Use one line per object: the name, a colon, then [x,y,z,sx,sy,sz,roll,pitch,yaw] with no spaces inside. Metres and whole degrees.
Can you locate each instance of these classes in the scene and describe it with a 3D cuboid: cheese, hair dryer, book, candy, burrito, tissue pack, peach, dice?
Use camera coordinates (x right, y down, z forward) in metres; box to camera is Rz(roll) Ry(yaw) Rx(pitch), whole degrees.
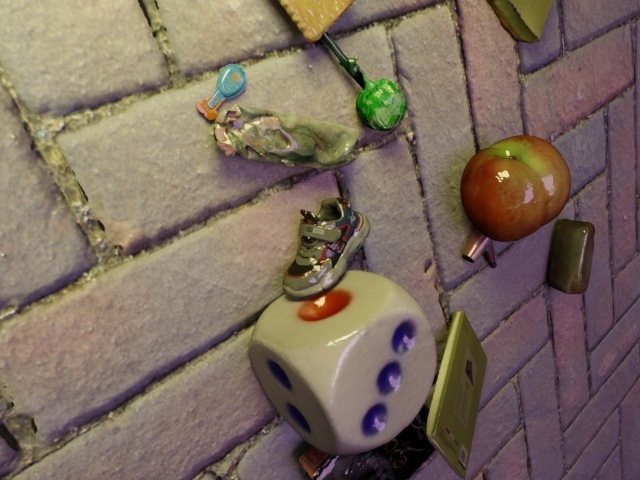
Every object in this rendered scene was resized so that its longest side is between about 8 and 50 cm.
cheese: [-0.161,-0.248,0.763,0.047,0.017,0.111,44,73,-30]
hair dryer: [0.446,0.033,1.239,0.154,0.054,0.106,39,81,-39]
book: [0.359,0.391,1.179,0.239,0.035,0.352,55,45,-32]
candy: [0.795,0.051,1.454,0.102,0.104,0.233,3,97,-35]
burrito: [-0.047,-0.178,0.828,0.309,0.066,0.096,-3,98,-38]
candy: [0.050,-0.339,0.868,0.323,0.097,0.097,44,73,-26]
tissue pack: [0.122,0.465,1.044,0.332,0.123,0.244,-37,121,-24]
peach: [0.461,-0.119,1.105,0.253,0.252,0.252,-8,104,-34]
dice: [0.042,0.221,0.868,0.259,0.243,0.251,-32,116,-30]

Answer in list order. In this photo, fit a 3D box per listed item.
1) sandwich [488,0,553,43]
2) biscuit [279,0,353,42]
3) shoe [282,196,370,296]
sandwich: [0.487,-0.642,1.126,0.245,0.063,0.212,28,79,-36]
biscuit: [-0.048,-0.475,0.770,0.250,0.030,0.160,45,71,-23]
shoe: [0.000,0.000,0.873,0.227,0.099,0.125,-49,131,-24]
